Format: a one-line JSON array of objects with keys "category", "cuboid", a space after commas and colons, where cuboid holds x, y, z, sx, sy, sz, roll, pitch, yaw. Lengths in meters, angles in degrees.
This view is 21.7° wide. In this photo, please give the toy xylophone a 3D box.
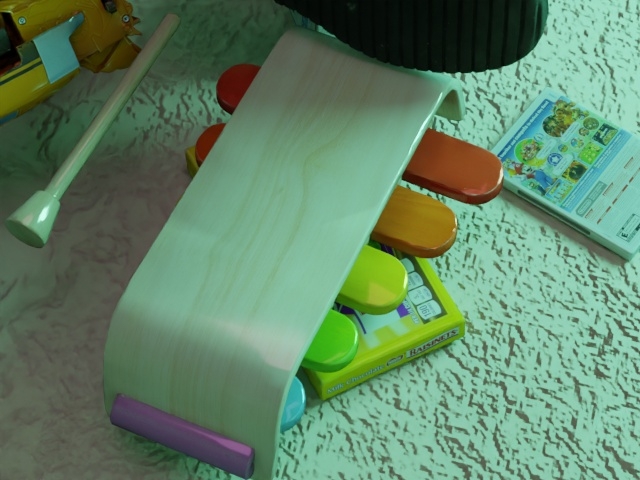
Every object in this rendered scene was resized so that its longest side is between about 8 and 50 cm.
[{"category": "toy xylophone", "cuboid": [-0.042, -0.022, 1.048, 0.236, 0.081, 0.323, 28, 63, 19]}]

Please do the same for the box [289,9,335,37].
[{"category": "box", "cuboid": [0.030, -0.274, 1.244, 0.169, 0.087, 0.290, -14, 57, -9]}]

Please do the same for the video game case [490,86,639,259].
[{"category": "video game case", "cuboid": [0.182, -0.048, 1.141, 0.122, 0.011, 0.087, 32, 62, 19]}]

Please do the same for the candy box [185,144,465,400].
[{"category": "candy box", "cuboid": [0.000, 0.000, 1.098, 0.105, 0.027, 0.206, -25, 60, -12]}]

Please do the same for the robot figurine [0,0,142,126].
[{"category": "robot figurine", "cuboid": [-0.267, -0.096, 1.091, 0.291, 0.085, 0.211, -30, 23, -15]}]

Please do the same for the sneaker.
[{"category": "sneaker", "cuboid": [0.010, -0.216, 1.076, 0.330, 0.122, 0.146, 23, 46, 19]}]
